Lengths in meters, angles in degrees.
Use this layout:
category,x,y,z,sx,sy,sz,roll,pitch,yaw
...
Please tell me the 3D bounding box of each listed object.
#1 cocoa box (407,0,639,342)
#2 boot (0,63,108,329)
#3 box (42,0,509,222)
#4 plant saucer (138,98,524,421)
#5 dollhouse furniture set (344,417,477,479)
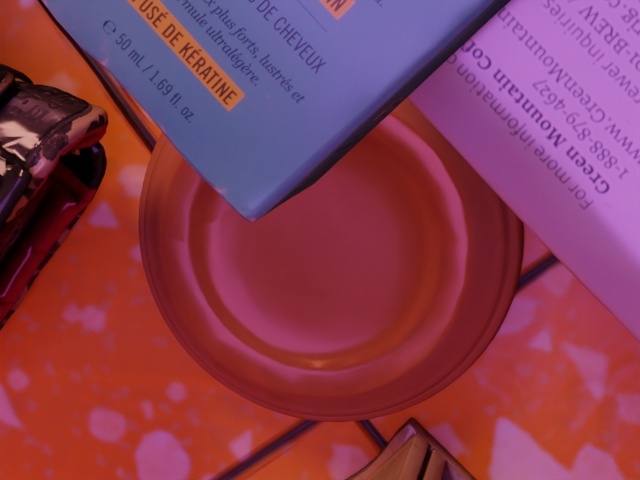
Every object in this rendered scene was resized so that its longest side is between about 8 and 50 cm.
category,x,y,z,sx,sy,sz,roll,pitch,yaw
cocoa box,0.170,-0.094,0.448,0.347,0.228,0.231,47,109,0
boot,-0.224,-0.123,0.582,0.284,0.138,0.377,36,112,4
box,0.040,-0.121,0.322,0.244,0.060,0.100,-43,90,20
plant saucer,0.000,0.000,0.612,0.200,0.037,0.199,3,104,13
dollhouse furniture set,0.020,0.212,0.607,0.129,0.129,0.183,44,107,0
